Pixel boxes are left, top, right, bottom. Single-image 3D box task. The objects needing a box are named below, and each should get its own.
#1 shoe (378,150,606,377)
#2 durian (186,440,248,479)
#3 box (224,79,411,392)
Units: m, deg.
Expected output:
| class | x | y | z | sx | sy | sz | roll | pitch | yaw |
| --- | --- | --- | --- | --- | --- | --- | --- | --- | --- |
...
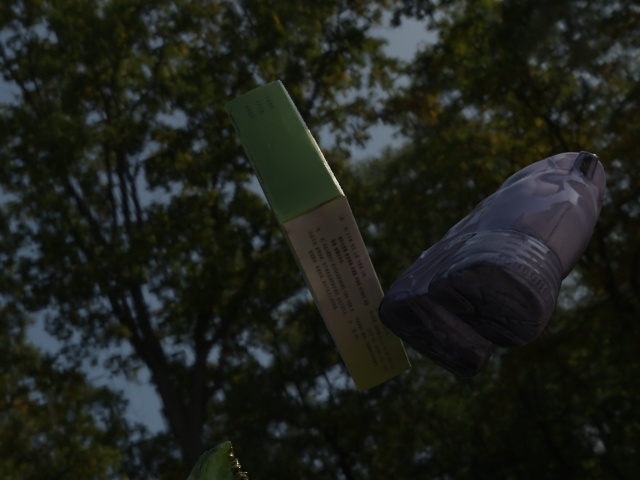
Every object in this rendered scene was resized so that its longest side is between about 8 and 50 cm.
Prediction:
| class | x | y | z | sx | sy | sz | roll | pitch | yaw |
| --- | --- | --- | --- | --- | --- | --- | --- | --- | --- |
| shoe | 0.129 | 0.019 | 0.812 | 0.137 | 0.095 | 0.245 | -50 | -1 | -20 |
| durian | -0.106 | 0.321 | 1.069 | 0.096 | 0.220 | 0.137 | 21 | -33 | -10 |
| box | 0.001 | 0.001 | 1.016 | 0.062 | 0.175 | 0.260 | -26 | -43 | -1 |
